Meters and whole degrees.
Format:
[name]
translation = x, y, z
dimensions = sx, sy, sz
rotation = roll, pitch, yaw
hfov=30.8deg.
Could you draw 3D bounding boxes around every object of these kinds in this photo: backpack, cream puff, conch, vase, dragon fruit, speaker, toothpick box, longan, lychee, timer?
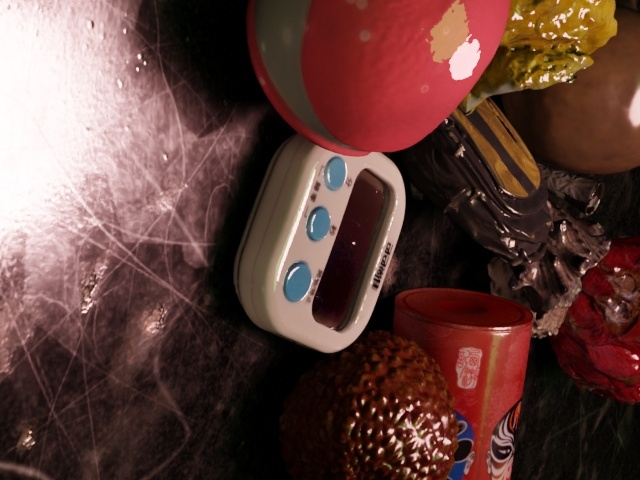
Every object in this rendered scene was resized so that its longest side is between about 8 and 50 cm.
[backpack]
translation = 0.233, -0.078, 1.639
dimensions = 0.133, 0.258, 0.206
rotation = -44, 172, 39
[cream puff]
translation = 0.251, -0.263, 1.507
dimensions = 0.282, 0.281, 0.185
rotation = 31, 37, -55
[conch]
translation = 0.334, 0.052, 1.819
dimensions = 0.313, 0.186, 0.241
rotation = 143, -44, -83
[vase]
translation = 0.363, -0.098, 1.848
dimensions = 0.059, 0.167, 0.059
rotation = -41, 146, -36
[dragon fruit]
translation = 0.561, 0.139, 2.107
dimensions = 0.329, 0.329, 0.329
rotation = -25, 122, -49
[speaker]
translation = 0.065, -0.236, 1.258
dimensions = 0.294, 0.294, 0.294
rotation = -25, 122, -49
[toothpick box]
translation = 0.188, 0.254, 1.695
dimensions = 0.204, 0.204, 0.333
rotation = -11, 110, -54
[longan]
translation = 0.416, -0.241, 1.779
dimensions = 0.297, 0.297, 0.297
rotation = -25, 122, -49
[lychee]
translation = 0.067, 0.239, 1.494
dimensions = 0.271, 0.235, 0.236
rotation = -53, 141, -44
[timer]
translation = 0.000, 0.000, 1.427
dimensions = 0.237, 0.087, 0.262
rotation = 31, 77, -55
